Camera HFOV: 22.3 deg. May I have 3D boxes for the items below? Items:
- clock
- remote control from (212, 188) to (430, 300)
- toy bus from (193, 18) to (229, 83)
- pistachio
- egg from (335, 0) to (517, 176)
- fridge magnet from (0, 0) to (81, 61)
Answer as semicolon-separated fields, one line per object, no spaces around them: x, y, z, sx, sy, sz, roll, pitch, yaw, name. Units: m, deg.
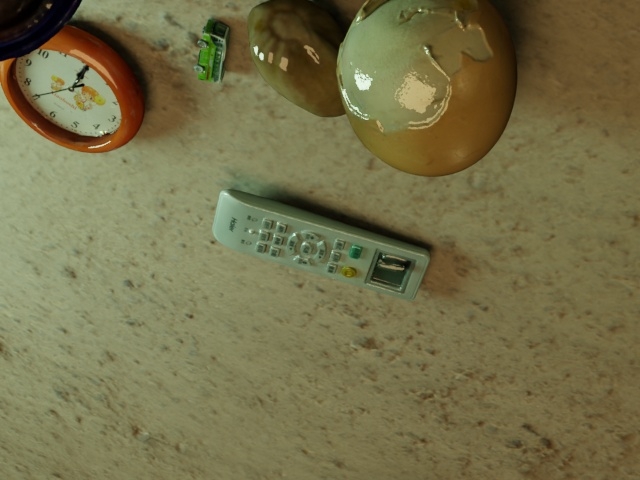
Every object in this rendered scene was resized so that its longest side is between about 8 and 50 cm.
-0.324;-0.199;2.116;0.205;0.051;0.205;14;139;13;clock
0.000;0.001;2.185;0.293;0.051;0.103;18;141;0;remote control
-0.134;-0.233;2.005;0.037;0.031;0.083;14;140;0;toy bus
-0.016;-0.211;1.919;0.126;0.108;0.185;12;153;50;pistachio
0.123;-0.174;1.819;0.201;0.201;0.244;7;148;18;egg
-0.396;-0.330;1.890;0.265;0.113;0.265;-7;117;-14;fridge magnet
